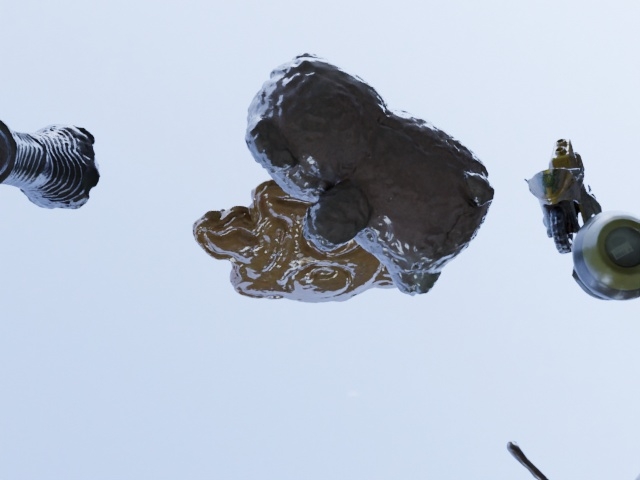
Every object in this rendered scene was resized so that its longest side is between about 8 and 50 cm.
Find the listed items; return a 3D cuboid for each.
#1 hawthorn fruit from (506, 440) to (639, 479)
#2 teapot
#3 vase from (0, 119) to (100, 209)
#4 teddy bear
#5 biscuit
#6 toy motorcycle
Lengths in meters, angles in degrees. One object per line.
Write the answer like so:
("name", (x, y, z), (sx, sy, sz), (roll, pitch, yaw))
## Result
("hawthorn fruit", (0.317, 0.251, 0.867), (0.231, 0.263, 0.235), (-16, -75, -31))
("teapot", (0.431, 0.022, 1.683), (0.165, 0.119, 0.130), (-14, -106, -6))
("vase", (-0.339, -0.091, 1.365), (0.237, 0.115, 0.116), (1, -93, -81))
("teddy bear", (0.045, -0.073, 1.224), (0.267, 0.151, 0.236), (27, -139, 0))
("biscuit", (0.001, 0.003, 1.724), (0.375, 0.269, 0.051), (4, -131, -16))
("toy motorcycle", (0.366, -0.084, 1.806), (0.130, 0.094, 0.229), (64, -153, -26))
